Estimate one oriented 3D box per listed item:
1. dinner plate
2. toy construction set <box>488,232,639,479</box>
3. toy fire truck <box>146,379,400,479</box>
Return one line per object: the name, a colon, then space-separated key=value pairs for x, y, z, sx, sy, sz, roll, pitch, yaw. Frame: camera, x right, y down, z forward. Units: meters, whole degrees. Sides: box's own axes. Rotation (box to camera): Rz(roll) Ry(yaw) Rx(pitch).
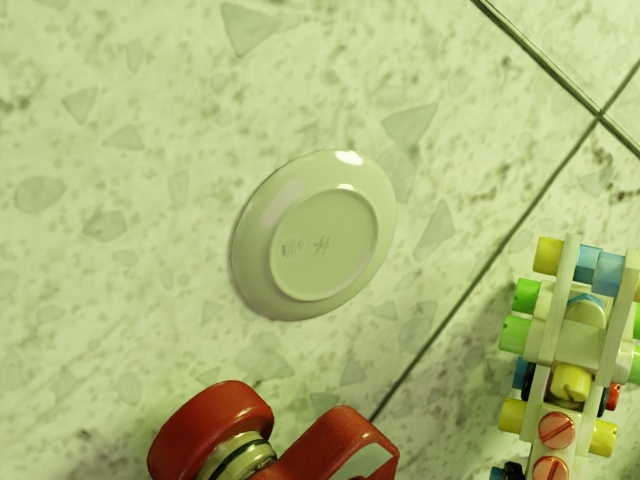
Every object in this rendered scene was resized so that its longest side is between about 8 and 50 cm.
dinner plate: x=0.000 y=0.000 z=1.006 sx=0.141 sy=0.017 sz=0.141 roll=-15 pitch=122 yaw=-25
toy construction set: x=0.178 y=0.158 z=1.089 sx=0.328 sy=0.151 sz=0.215 roll=-63 pitch=172 yaw=2
toy fire truck: x=-0.057 y=0.256 z=1.040 sx=0.302 sy=0.169 sz=0.254 roll=-46 pitch=156 yaw=-3
